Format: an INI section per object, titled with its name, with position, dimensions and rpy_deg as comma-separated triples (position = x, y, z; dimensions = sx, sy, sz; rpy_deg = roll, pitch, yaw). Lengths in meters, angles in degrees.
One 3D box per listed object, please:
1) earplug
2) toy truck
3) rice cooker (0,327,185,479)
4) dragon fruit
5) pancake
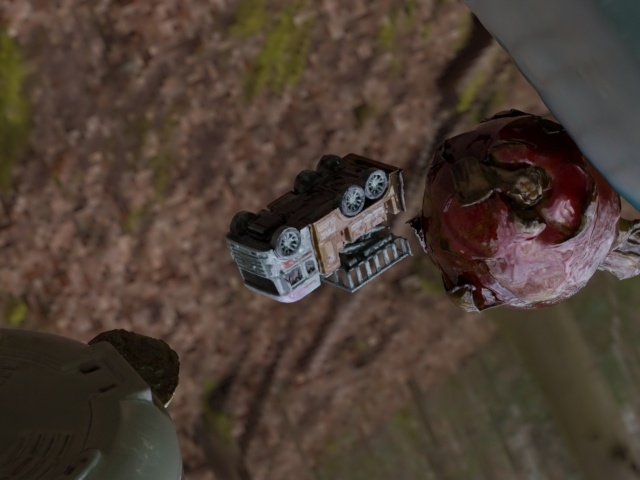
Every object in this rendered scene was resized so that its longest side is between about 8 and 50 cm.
[earplug]
position = 0.195, -0.119, 1.068
dimensions = 0.185, 0.324, 0.185
rpy_deg = -33, 167, -9
[toy truck]
position = -0.001, 0.000, 1.827
dimensions = 0.177, 0.115, 0.080
rpy_deg = -32, -147, -30
[rice cooker]
position = -0.205, 0.218, 1.120
dimensions = 0.288, 0.277, 0.288
rpy_deg = -4, -148, 2
[dragon fruit]
position = 0.146, -0.010, 1.177
dimensions = 0.125, 0.125, 0.246
rpy_deg = 24, -171, 37
[pancake]
position = -0.181, 0.126, 1.745
dimensions = 0.108, 0.108, 0.017
rpy_deg = -23, 148, -15
